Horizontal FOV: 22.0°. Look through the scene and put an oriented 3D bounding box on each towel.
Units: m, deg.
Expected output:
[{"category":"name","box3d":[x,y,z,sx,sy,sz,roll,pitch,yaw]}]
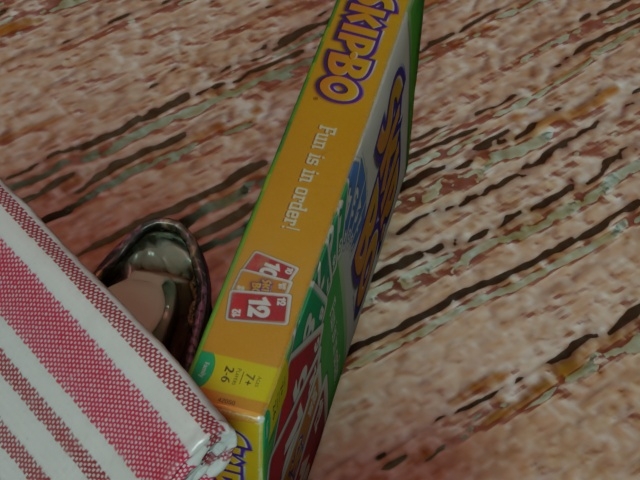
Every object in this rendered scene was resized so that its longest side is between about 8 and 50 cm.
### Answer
[{"category":"towel","box3d":[-0.122,0.091,0.528,0.144,0.029,0.197,43,101,32]}]

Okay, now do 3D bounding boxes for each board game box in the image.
[{"category":"board game box","box3d":[0.000,0.000,0.623,0.039,0.124,0.259,10,48,7]}]

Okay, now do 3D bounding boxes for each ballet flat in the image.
[{"category":"ballet flat","box3d":[-0.084,0.078,0.581,0.076,0.079,0.222,9,48,6]}]
